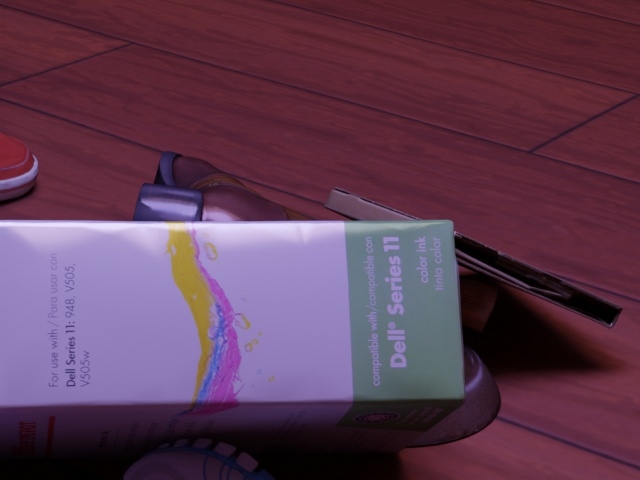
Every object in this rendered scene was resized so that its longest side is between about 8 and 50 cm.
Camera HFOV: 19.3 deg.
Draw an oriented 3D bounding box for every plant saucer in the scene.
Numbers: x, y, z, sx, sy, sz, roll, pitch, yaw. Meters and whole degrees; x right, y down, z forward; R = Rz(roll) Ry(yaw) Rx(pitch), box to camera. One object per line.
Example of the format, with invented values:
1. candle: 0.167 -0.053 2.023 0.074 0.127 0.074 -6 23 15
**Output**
1. plant saucer: 0.047 0.096 1.357 0.168 0.029 0.168 3 24 -1

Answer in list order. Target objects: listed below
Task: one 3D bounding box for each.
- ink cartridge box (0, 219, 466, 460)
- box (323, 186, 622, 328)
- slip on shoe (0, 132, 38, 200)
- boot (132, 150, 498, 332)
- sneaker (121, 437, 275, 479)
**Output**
1. ink cartridge box: -0.106 0.065 1.171 0.353 0.119 0.207 0 -15 -10
2. box: 0.114 0.011 1.445 0.164 0.021 0.201 23 0 -28
3. slip on shoe: -0.375 -0.119 1.589 0.331 0.101 0.123 24 14 -33
4. boot: 0.000 0.000 1.482 0.280 0.096 0.264 11 -1 -2
5. sneaker: -0.048 0.176 1.103 0.191 0.071 0.083 16 32 28
